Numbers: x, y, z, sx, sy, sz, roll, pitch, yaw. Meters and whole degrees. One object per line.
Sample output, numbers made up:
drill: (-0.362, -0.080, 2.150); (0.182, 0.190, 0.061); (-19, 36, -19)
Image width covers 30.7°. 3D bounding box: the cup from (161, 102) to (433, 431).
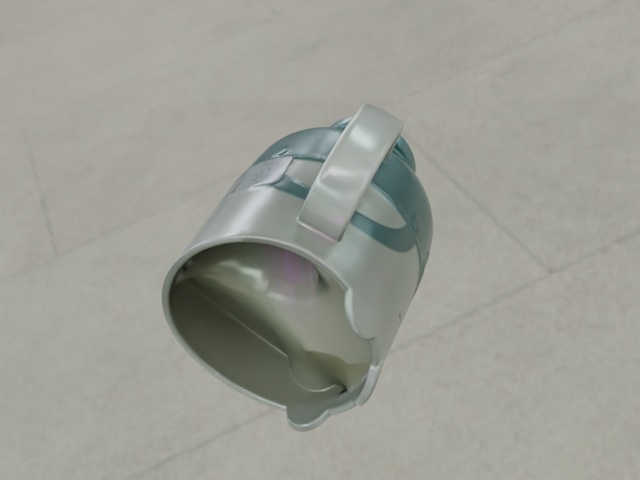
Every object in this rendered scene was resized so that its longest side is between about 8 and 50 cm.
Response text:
cup: (0.000, 0.000, 1.134); (0.219, 0.290, 0.258); (27, 44, 3)
